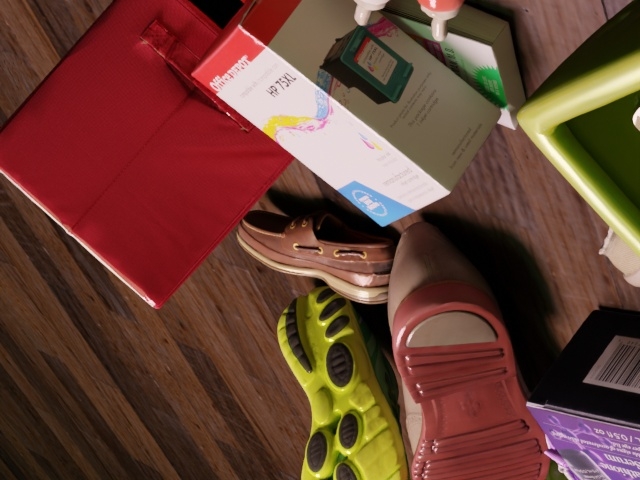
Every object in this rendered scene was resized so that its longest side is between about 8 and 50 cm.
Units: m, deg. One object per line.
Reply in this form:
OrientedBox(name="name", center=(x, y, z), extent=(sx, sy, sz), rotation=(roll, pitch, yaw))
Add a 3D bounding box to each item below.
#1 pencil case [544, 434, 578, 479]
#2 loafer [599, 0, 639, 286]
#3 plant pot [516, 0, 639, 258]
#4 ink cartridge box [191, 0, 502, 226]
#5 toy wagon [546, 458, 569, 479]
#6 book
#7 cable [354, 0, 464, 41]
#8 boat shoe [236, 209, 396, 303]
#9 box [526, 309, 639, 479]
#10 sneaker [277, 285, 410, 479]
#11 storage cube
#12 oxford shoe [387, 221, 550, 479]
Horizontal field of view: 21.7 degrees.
OrientedBox(name="pencil case", center=(0.261, 0.217, 1.455), extent=(0.086, 0.088, 0.206), rotation=(16, 148, 44))
OrientedBox(name="loafer", center=(0.211, -0.073, 1.002), extent=(0.092, 0.102, 0.268), rotation=(34, 148, 17))
OrientedBox(name="plant pot", center=(0.269, -0.071, 0.770), extent=(0.227, 0.207, 0.228), rotation=(44, 156, -12))
OrientedBox(name="ink cartridge box", center=(-0.002, -0.118, 1.176), extent=(0.231, 0.078, 0.134), rotation=(38, 161, -8))
OrientedBox(name="toy wagon", center=(0.228, 0.352, 1.646), extent=(0.344, 0.068, 0.267), rotation=(48, 137, 2))
OrientedBox(name="book", center=(0.074, -0.137, 1.173), extent=(0.144, 0.035, 0.096), rotation=(24, 156, 30))
OrientedBox(name="cable", center=(0.057, -0.225, 0.982), extent=(0.139, 0.072, 0.287), rotation=(26, 154, 16))
OrientedBox(name="boat shoe", center=(0.000, 0.000, 1.503), extent=(0.178, 0.064, 0.060), rotation=(21, 120, 34))
OrientedBox(name="box", center=(0.285, 0.166, 1.300), extent=(0.153, 0.108, 0.207), rotation=(6, 139, 52))
OrientedBox(name="sneaker", center=(0.041, 0.176, 1.568), extent=(0.109, 0.295, 0.123), rotation=(-27, 139, 20))
OrientedBox(name="storage cube", center=(-0.134, -0.076, 1.325), extent=(0.184, 0.193, 0.215), rotation=(41, 176, -4))
OrientedBox(name="oxford shoe", center=(0.128, 0.126, 1.468), extent=(0.348, 0.123, 0.130), rotation=(80, -179, -45))
